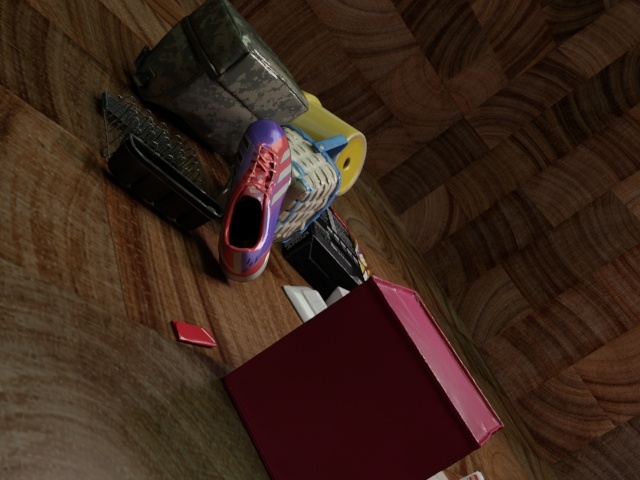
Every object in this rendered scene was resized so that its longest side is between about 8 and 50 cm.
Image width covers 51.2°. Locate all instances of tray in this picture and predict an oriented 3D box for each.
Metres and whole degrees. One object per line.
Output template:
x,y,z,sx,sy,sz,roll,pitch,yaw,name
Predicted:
0.023,0.201,1.394,0.270,0.030,0.145,57,14,15,tray

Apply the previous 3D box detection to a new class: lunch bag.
-0.215,-0.333,1.431,0.305,0.256,0.213,37,19,-56,lunch bag

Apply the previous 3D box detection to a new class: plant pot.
-0.028,-0.225,1.642,0.239,0.254,0.254,25,1,23,plant pot

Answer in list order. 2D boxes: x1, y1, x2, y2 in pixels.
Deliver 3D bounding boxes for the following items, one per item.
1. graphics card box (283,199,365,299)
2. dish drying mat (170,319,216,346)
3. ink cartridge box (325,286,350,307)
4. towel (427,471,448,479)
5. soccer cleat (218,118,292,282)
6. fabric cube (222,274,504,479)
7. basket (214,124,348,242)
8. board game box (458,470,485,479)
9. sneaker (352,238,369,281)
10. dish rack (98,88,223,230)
0.000,0.000,1.703,0.233,0.094,0.371,48,13,-27,graphics card box
-0.173,0.129,0.916,0.032,0.008,0.083,61,14,27,dish drying mat
0.092,0.182,1.534,0.150,0.063,0.109,26,22,-36,ink cartridge box
0.229,0.504,1.297,0.282,0.049,0.187,55,13,4,towel
-0.111,-0.089,1.164,0.116,0.108,0.318,106,-6,-67,soccer cleat
0.070,0.233,0.954,0.254,0.258,0.259,57,13,21,fabric cube
-0.070,-0.124,1.409,0.201,0.255,0.289,49,22,8,basket
0.388,0.642,1.380,0.305,0.053,0.193,58,8,-33,board game box
0.103,0.072,1.973,0.084,0.069,0.185,57,15,-29,sneaker
-0.278,-0.150,1.129,0.208,0.074,0.272,43,16,-43,dish rack
